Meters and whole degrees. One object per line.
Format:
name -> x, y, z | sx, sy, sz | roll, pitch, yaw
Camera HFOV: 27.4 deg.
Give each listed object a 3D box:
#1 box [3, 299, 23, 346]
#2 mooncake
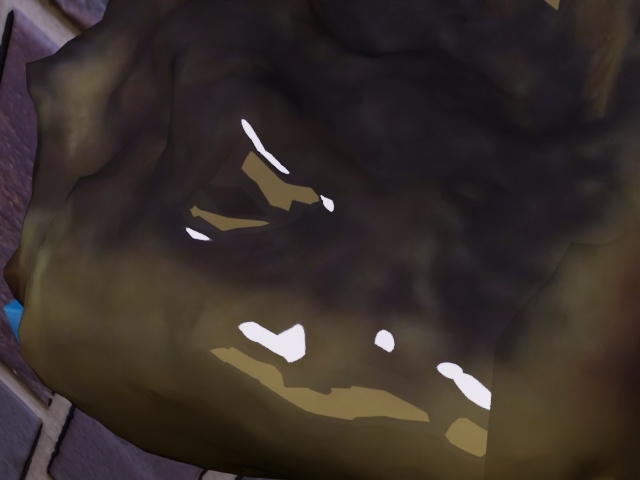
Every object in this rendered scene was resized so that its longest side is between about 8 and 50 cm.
box -> 0.000, 0.000, 0.750 | 0.273, 0.265, 0.048 | 4, 122, 41
mooncake -> 0.062, -0.100, 0.460 | 0.246, 0.394, 0.393 | 8, 129, 45
